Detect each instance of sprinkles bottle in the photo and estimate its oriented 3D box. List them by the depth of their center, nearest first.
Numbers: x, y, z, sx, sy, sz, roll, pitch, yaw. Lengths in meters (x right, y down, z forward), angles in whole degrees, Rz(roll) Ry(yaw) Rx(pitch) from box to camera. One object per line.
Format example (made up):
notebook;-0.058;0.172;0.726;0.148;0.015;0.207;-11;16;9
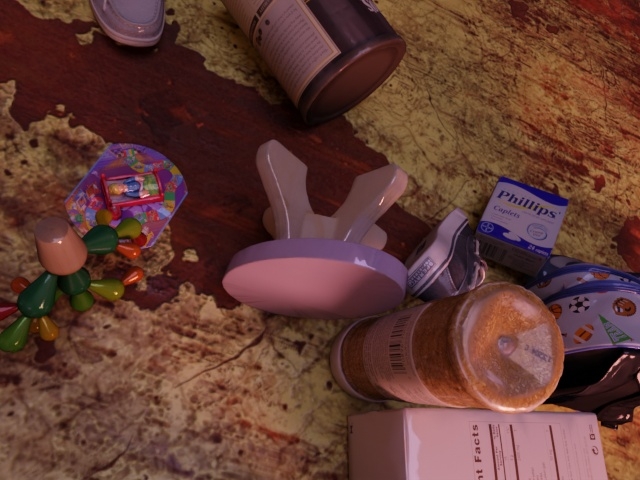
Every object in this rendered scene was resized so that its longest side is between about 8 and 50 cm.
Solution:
sprinkles bottle;0.120;0.137;0.625;0.121;0.355;0.121;4;75;-16

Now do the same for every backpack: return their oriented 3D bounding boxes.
backpack;0.421;0.159;0.790;0.277;0.263;0.213;15;66;-14

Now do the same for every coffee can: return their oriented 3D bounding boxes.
coffee can;-0.021;-0.360;0.852;0.202;0.201;0.275;-32;84;-28

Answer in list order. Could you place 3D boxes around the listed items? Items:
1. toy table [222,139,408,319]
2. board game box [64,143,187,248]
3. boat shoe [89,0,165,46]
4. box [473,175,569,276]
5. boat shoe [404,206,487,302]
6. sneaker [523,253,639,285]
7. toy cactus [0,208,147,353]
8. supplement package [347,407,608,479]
toy table;0.000;0.000;0.694;0.252;0.274;0.160;45;50;-45
board game box;-0.271;-0.070;0.741;0.133;0.033;0.168;30;63;-8
boat shoe;-0.311;-0.459;0.834;0.118;0.103;0.320;-1;71;-21
box;0.346;-0.027;0.915;0.126;0.072;0.137;23;61;15
boat shoe;0.196;0.031;0.776;0.102;0.108;0.301;42;21;5
sneaker;0.524;0.082;0.933;0.319;0.131;0.112;15;65;-15
toy cactus;-0.298;0.026;0.615;0.112;0.180;0.219;42;59;13
supplement package;0.202;0.319;0.692;0.293;0.177;0.175;8;68;-18
